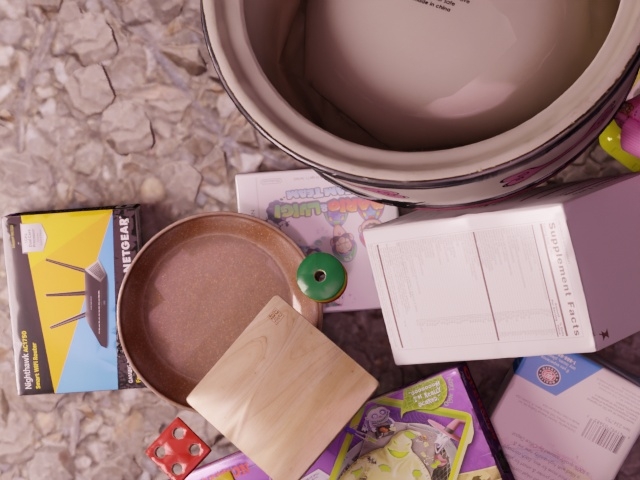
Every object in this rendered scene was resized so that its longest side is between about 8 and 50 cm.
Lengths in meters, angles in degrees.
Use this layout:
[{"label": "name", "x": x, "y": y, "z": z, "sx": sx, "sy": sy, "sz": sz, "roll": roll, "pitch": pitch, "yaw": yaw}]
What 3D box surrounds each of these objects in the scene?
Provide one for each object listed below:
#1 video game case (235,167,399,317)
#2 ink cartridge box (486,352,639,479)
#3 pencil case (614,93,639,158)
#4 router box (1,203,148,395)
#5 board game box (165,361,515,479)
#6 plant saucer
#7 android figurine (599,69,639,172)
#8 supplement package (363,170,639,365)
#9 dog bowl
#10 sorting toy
[{"label": "video game case", "x": 0.000, "y": 0.000, "z": 1.821, "sx": 0.157, "sy": 0.019, "sz": 0.143, "roll": -4, "pitch": 97, "yaw": 2}, {"label": "ink cartridge box", "x": 0.213, "y": 0.214, "z": 1.806, "sx": 0.134, "sy": 0.078, "sz": 0.231, "roll": 29, "pitch": 97, "yaw": 1}, {"label": "pencil case", "x": 0.441, "y": -0.184, "z": 1.656, "sx": 0.167, "sy": 0.160, "sz": 0.386, "roll": 43, "pitch": 96, "yaw": -5}, {"label": "router box", "x": -0.236, "y": 0.058, "z": 1.823, "sx": 0.133, "sy": 0.046, "sz": 0.179, "roll": -4, "pitch": 97, "yaw": 3}, {"label": "board game box", "x": 0.021, "y": 0.274, "z": 1.788, "sx": 0.346, "sy": 0.056, "sz": 0.208, "roll": -23, "pitch": 92, "yaw": 18}, {"label": "plant saucer", "x": -0.098, "y": 0.068, "z": 1.794, "sx": 0.198, "sy": 0.036, "sz": 0.199, "roll": -1, "pitch": 97, "yaw": -8}, {"label": "android figurine", "x": 0.365, "y": -0.170, "z": 1.767, "sx": 0.273, "sy": 0.056, "sz": 0.248, "roll": 39, "pitch": 97, "yaw": -2}, {"label": "supplement package", "x": 0.182, "y": 0.028, "z": 1.696, "sx": 0.244, "sy": 0.134, "sz": 0.139, "roll": -7, "pitch": 99, "yaw": 46}, {"label": "dog bowl", "x": 0.107, "y": -0.208, "z": 1.658, "sx": 0.407, "sy": 0.150, "sz": 0.408, "roll": -5, "pitch": 67, "yaw": 12}, {"label": "sorting toy", "x": -0.038, "y": 0.152, "z": 1.749, "sx": 0.132, "sy": 0.046, "sz": 0.274, "roll": 40, "pitch": 88, "yaw": 15}]
